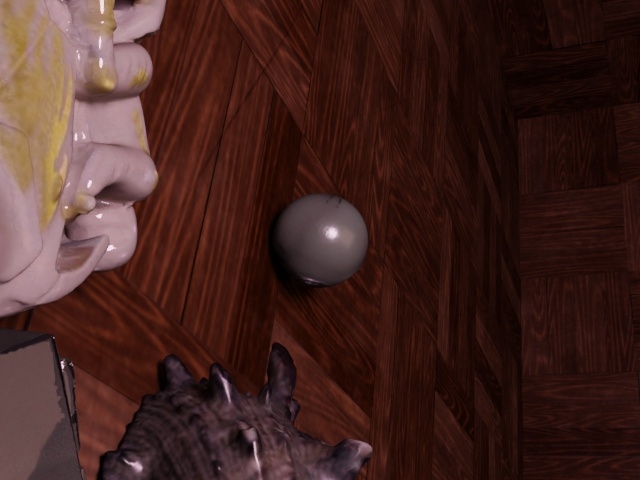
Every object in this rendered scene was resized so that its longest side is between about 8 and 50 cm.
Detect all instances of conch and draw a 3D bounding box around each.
[{"bbox_3d":[-0.049,0.230,0.600,0.240,0.186,0.313,101,-26,-67],"label":"conch"}]

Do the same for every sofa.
[{"bbox_3d":[-0.165,0.121,0.425,0.060,0.085,0.147,-17,100,-50],"label":"sofa"}]

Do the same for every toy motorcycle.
[{"bbox_3d":[-0.164,-0.081,0.460,0.223,0.108,0.340,57,36,-50],"label":"toy motorcycle"}]

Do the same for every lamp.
[{"bbox_3d":[0.000,0.000,0.862,0.105,0.105,0.105,-6,90,-68],"label":"lamp"}]
